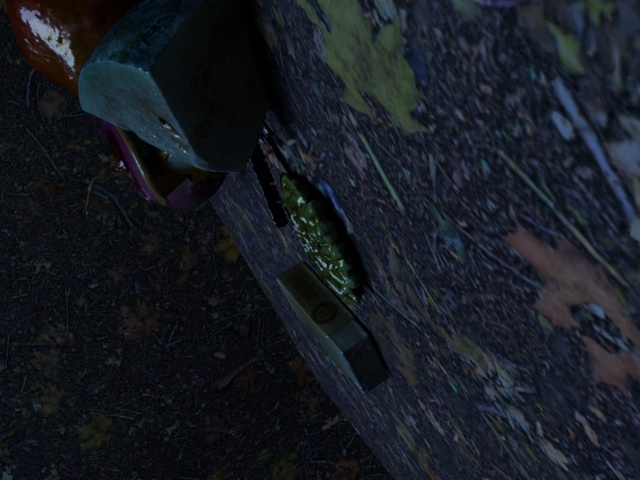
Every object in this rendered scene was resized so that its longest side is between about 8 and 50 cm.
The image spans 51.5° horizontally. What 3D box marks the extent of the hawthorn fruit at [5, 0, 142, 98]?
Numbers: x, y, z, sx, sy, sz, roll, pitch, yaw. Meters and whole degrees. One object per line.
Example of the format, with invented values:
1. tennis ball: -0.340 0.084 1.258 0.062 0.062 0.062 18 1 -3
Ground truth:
1. hawthorn fruit: -0.364 -0.380 1.070 0.287 0.287 0.330 54 170 21

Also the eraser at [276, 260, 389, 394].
1. eraser: 0.020 0.182 1.451 0.343 0.078 0.144 43 163 55

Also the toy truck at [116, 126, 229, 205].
1. toy truck: -0.282 -0.213 1.315 0.204 0.211 0.288 57 167 13

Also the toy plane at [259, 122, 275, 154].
1. toy plane: -0.113 -0.203 1.062 0.145 0.037 0.060 64 159 -9

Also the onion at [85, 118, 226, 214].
1. onion: -0.400 -0.243 1.592 0.358 0.344 0.359 14 108 52

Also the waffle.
1. waffle: -0.002 0.002 1.085 0.204 0.054 0.224 42 160 57

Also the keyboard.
1. keyboard: -0.104 -0.131 1.118 0.072 0.023 0.231 -6 -105 -84

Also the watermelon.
1. watermelon: -0.177 -0.204 0.917 0.258 0.228 0.387 52 163 -17
